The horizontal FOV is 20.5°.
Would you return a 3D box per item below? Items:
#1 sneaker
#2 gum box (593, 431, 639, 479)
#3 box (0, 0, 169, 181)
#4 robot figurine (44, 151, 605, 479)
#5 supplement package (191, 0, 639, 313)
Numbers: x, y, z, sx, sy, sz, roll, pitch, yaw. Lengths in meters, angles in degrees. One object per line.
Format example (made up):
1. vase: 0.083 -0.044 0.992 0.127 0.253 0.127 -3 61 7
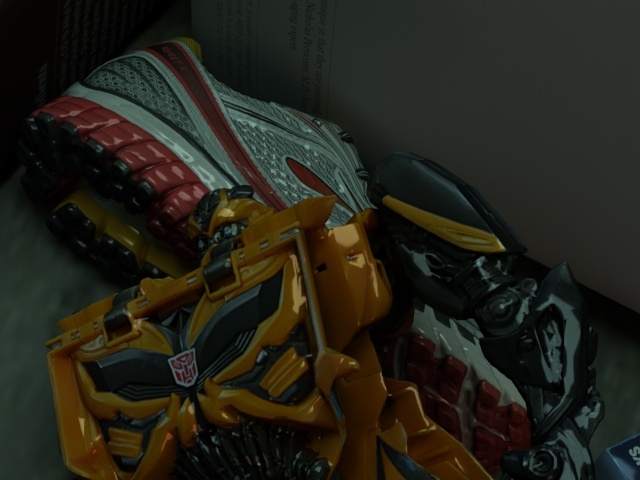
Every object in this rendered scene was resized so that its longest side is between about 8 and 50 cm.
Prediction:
1. sneaker: 0.000 0.000 0.658 0.225 0.088 0.093 38 54 6
2. gum box: 0.216 0.114 0.666 0.184 0.041 0.157 -22 69 -20
3. box: -0.117 -0.195 0.710 0.191 0.143 0.381 34 63 7
4. robot figurine: 0.005 0.117 0.542 0.085 0.211 0.291 4 63 -59
5. supplement package: 0.117 -0.102 0.662 0.293 0.175 0.177 28 60 14
